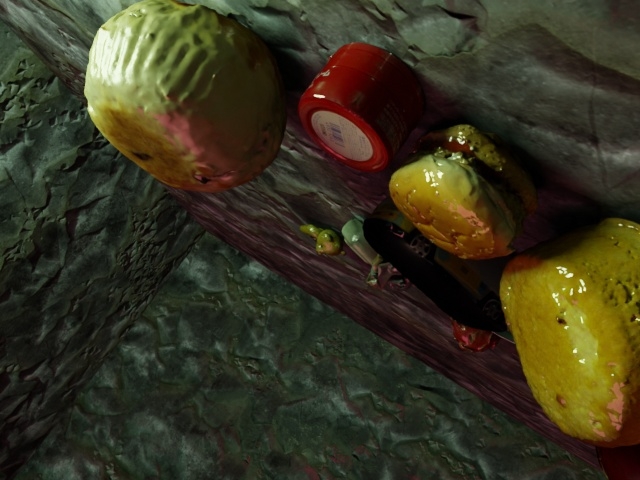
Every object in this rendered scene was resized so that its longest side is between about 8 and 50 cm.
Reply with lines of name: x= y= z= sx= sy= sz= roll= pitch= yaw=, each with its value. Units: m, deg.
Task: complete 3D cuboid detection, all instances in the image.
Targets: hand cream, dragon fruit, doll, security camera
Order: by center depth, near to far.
hand cream: x=0.067 y=-0.219 z=0.780 sx=0.193 sy=0.125 sz=0.193 roll=30 pitch=163 yaw=10
security camera: x=0.185 y=0.055 z=1.409 sx=0.301 sy=0.080 sz=0.157 roll=41 pitch=-173 yaw=-23
dragon fruit: x=0.481 y=0.287 z=1.452 sx=0.165 sy=0.133 sz=0.136 roll=33 pitch=172 yaw=2
doll: x=0.000 y=0.000 z=1.692 sx=0.137 sy=0.097 sz=0.209 roll=39 pitch=172 yaw=-37

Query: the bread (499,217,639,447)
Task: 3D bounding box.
bread: x=0.444 y=0.158 z=0.740 sx=0.337 sy=0.204 sz=0.359 roll=80 pitch=174 yaw=-75

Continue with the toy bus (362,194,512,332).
toy bus: x=0.276 y=0.026 z=1.010 sx=0.386 sy=0.162 sz=0.171 roll=40 pitch=163 yaw=-18

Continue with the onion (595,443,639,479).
onion: x=0.732 y=0.442 z=0.807 sx=0.398 sy=0.398 sz=0.421 roll=134 pitch=115 yaw=-75

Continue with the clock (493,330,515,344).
clock: x=0.512 y=0.195 z=1.224 sx=0.318 sy=0.066 sz=0.319 roll=33 pitch=166 yaw=9

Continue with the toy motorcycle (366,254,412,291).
toy motorcycle: x=0.174 y=0.048 z=1.265 sx=0.094 sy=0.129 sz=0.229 roll=-73 pitch=-32 yaw=-66

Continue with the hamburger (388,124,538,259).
hamburger: x=0.235 y=-0.076 z=0.779 sx=0.244 sy=0.163 sz=0.244 roll=32 pitch=167 yaw=8

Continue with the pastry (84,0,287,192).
pastry: x=-0.241 y=-0.280 z=0.898 sx=0.388 sy=0.313 sz=0.389 roll=21 pitch=158 yaw=9
